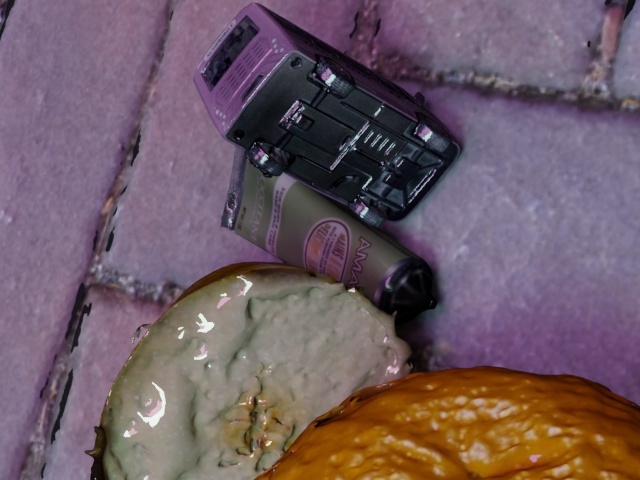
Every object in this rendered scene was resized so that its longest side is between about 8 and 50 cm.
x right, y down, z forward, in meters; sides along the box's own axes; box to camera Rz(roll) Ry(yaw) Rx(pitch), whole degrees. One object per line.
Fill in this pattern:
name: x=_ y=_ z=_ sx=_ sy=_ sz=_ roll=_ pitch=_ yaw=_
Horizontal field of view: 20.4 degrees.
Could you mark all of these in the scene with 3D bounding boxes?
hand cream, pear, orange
hand cream: x=0.000 y=0.000 z=1.404 sx=0.235 sy=0.055 sz=0.086 roll=33 pitch=120 yaw=38
pear: x=-0.066 y=0.123 z=1.355 sx=0.267 sy=0.267 sz=0.178 roll=-62 pitch=23 yaw=6
orange: x=0.108 y=0.249 z=1.100 sx=0.341 sy=0.341 sz=0.293 roll=24 pitch=135 yaw=37

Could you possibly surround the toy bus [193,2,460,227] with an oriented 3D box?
toy bus: x=0.005 y=-0.092 z=1.337 sx=0.096 sy=0.199 sz=0.108 roll=-50 pitch=44 yaw=15
